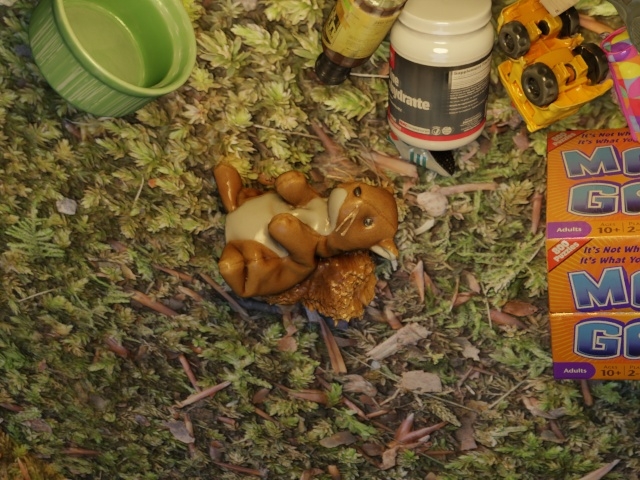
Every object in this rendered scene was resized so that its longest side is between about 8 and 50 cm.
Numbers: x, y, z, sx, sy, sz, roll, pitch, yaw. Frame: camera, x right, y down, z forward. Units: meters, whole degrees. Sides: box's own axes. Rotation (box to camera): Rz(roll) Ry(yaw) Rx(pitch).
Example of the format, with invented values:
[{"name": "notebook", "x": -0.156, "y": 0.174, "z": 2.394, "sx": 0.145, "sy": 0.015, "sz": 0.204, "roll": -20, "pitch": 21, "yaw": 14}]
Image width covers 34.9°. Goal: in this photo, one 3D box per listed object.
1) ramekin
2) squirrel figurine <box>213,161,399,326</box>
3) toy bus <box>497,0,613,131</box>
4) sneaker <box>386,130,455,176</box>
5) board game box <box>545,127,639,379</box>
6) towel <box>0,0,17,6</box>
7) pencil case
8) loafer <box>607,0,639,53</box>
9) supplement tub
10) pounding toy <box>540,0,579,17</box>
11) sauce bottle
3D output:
[{"name": "ramekin", "x": -0.398, "y": -0.381, "z": 1.919, "sx": 0.303, "sy": 0.303, "sz": 0.148, "roll": 42, "pitch": 134, "yaw": -22}, {"name": "squirrel figurine", "x": 0.000, "y": 0.000, "z": 2.210, "sx": 0.370, "sy": 0.281, "sz": 0.397, "roll": -14, "pitch": 140, "yaw": 11}, {"name": "toy bus", "x": 0.400, "y": -0.313, "z": 1.880, "sx": 0.220, "sy": 0.149, "sz": 0.211, "roll": 62, "pitch": 160, "yaw": 11}, {"name": "sneaker", "x": 0.206, "y": -0.183, "z": 2.107, "sx": 0.161, "sy": 0.057, "sz": 0.075, "roll": 37, "pitch": 145, "yaw": -20}, {"name": "board game box", "x": 0.624, "y": 0.022, "z": 1.971, "sx": 0.356, "sy": 0.356, "sz": 0.356, "roll": -2, "pitch": 128, "yaw": 15}, {"name": "towel", "x": -0.625, "y": -0.649, "z": 1.861, "sx": 0.320, "sy": 0.090, "sz": 0.374, "roll": 31, "pitch": 123, "yaw": -17}, {"name": "pencil case", "x": 0.591, "y": -0.287, "z": 1.892, "sx": 0.104, "sy": 0.104, "sz": 0.236, "roll": -18, "pitch": 123, "yaw": 26}, {"name": "loafer", "x": 0.557, "y": -0.411, "z": 1.759, "sx": 0.267, "sy": 0.084, "sz": 0.096, "roll": 49, "pitch": 129, "yaw": -7}, {"name": "supplement tub", "x": 0.221, "y": -0.322, "z": 1.885, "sx": 0.191, "sy": 0.191, "sz": 0.272, "roll": 6, "pitch": 131, "yaw": 9}, {"name": "pounding toy", "x": 0.384, "y": -0.460, "z": 1.762, "sx": 0.100, "sy": 0.141, "sz": 0.130, "roll": -31, "pitch": 117, "yaw": 33}, {"name": "sauce bottle", "x": 0.063, "y": -0.383, "z": 1.849, "sx": 0.111, "sy": 0.111, "sz": 0.344, "roll": 23, "pitch": 157, "yaw": -7}]
